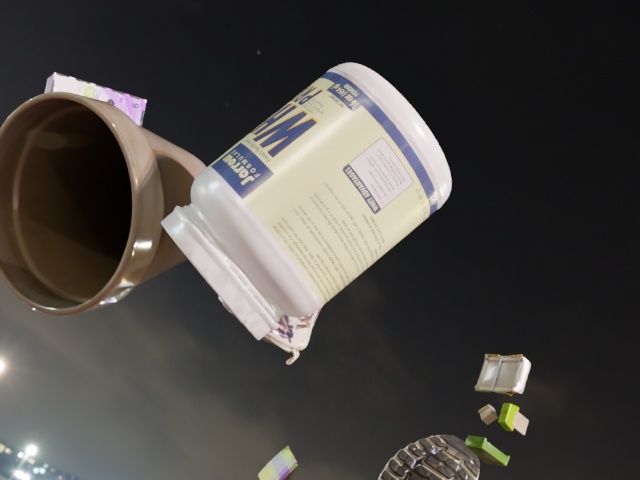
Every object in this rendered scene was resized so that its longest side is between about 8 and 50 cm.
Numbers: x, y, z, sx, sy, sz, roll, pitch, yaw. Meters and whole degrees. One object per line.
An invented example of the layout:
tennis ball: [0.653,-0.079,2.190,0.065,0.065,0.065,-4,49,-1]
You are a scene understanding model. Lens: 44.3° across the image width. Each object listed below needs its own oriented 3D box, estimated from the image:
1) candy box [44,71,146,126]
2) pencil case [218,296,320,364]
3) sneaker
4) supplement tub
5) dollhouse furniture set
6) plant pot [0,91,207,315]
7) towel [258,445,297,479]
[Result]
candy box: [-0.479,-0.237,1.633,0.196,0.164,0.070,13,-7,-30]
pencil case: [0.000,0.000,1.337,0.184,0.410,0.160,30,-11,19]
sneaker: [0.123,0.445,1.263,0.130,0.330,0.147,43,-11,21]
supplement tub: [-0.018,-0.049,1.029,0.235,0.325,0.235,49,-7,8]
dollhouse furniture set: [0.262,0.241,1.133,0.058,0.151,0.076,40,-29,-29]
plant pot: [-0.317,-0.054,1.250,0.323,0.323,0.280,15,8,29]
towel: [-0.080,0.428,1.468,0.009,0.083,0.060,43,0,-31]
